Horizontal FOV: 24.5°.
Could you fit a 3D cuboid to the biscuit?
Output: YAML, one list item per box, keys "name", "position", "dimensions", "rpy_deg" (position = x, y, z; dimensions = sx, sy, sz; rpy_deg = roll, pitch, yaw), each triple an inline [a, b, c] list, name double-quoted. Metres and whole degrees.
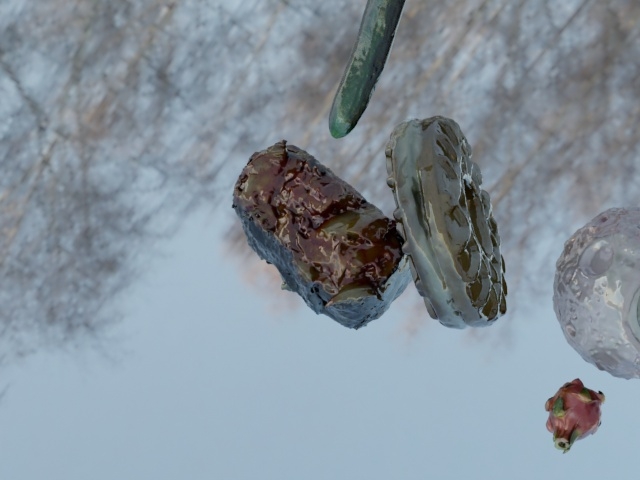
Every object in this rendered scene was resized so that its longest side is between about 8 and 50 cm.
- name: "biscuit"
  position: [0.184, -0.027, 2.118]
  dimensions: [0.332, 0.103, 0.332]
  rpy_deg: [-15, -90, -73]

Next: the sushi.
- name: "sushi"
  position: [0.000, 0.000, 2.275]
  dimensions: [0.343, 0.196, 0.182]
  rpy_deg: [41, 179, 30]

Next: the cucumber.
- name: "cucumber"
  position: [0.070, -0.265, 1.917]
  dimensions: [0.056, 0.284, 0.056]
  rpy_deg: [20, -166, -5]

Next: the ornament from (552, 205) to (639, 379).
- name: "ornament"
  position: [0.464, 0.073, 2.165]
  dimensions: [0.259, 0.259, 0.225]
  rpy_deg: [27, -177, -18]

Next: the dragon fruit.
- name: "dragon fruit"
  position: [0.364, 0.255, 2.130]
  dimensions: [0.081, 0.086, 0.116]
  rpy_deg: [13, -149, 21]
